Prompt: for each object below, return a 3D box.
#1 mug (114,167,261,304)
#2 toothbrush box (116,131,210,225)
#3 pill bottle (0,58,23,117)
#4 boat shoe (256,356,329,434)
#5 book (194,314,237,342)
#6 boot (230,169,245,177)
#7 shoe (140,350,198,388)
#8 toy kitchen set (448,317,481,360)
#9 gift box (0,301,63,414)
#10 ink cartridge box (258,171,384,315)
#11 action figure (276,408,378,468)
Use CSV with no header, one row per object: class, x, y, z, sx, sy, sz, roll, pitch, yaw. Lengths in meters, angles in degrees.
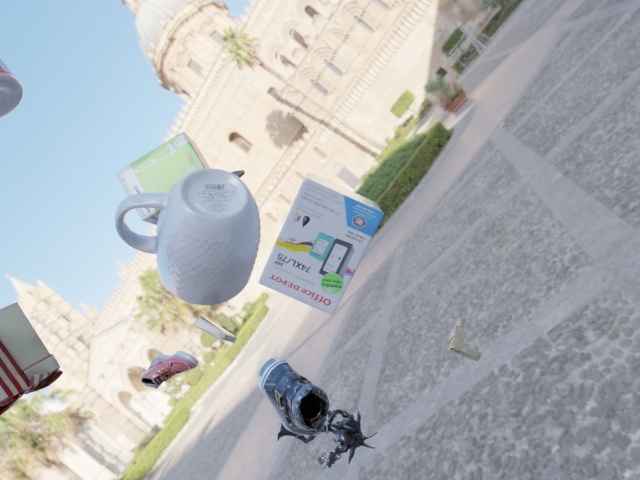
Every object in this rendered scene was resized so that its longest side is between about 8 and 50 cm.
mug,-0.343,-0.027,1.124,0.328,0.375,0.276,116,157,-51
toothbrush box,-0.539,-0.217,1.513,0.283,0.206,0.122,-32,-8,-1
pill bottle,-0.653,-0.327,0.740,0.124,0.221,0.124,-41,3,3
boat shoe,-0.020,0.237,0.583,0.065,0.083,0.183,-46,-46,-21
book,-0.308,0.270,1.257,0.035,0.096,0.144,-58,-10,-14
boot,-0.300,-0.178,1.415,0.119,0.042,0.086,-22,-51,-14
shoe,-0.395,0.340,1.100,0.178,0.063,0.081,-15,31,37
toy kitchen set,0.372,0.256,1.083,0.068,0.075,0.083,81,-149,-63
gift box,-0.905,0.347,1.172,0.255,0.258,0.276,-33,9,-35
ink cartridge box,0.000,0.000,1.036,0.197,0.198,0.269,-84,18,-77
action figure,0.022,0.566,1.247,0.140,0.276,0.164,99,-171,-45
